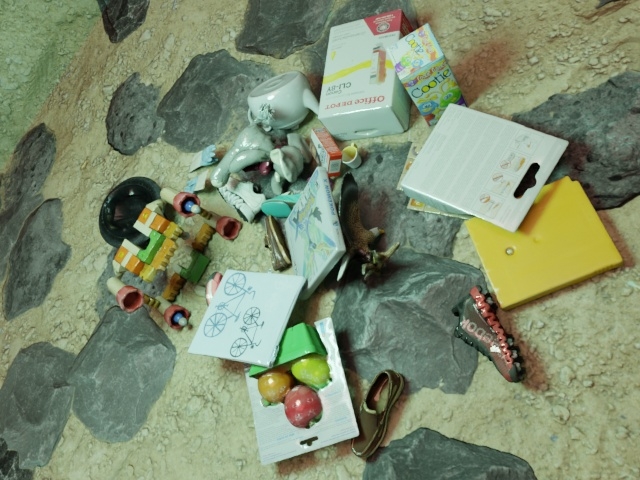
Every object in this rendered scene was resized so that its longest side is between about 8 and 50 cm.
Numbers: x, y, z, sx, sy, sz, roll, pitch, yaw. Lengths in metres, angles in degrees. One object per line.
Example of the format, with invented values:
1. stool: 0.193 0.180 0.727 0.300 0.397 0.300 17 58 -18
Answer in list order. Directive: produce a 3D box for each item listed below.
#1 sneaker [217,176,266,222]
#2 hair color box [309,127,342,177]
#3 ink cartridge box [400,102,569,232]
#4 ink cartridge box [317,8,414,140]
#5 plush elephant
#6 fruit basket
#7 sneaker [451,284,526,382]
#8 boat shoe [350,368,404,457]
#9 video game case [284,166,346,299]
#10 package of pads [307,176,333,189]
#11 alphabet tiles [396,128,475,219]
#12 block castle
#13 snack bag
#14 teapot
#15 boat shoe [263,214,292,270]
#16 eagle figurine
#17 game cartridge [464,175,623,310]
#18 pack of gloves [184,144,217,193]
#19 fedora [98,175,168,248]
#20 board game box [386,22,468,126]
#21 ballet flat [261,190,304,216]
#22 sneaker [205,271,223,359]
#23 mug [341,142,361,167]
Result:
1. sneaker: -0.303 -0.180 2.102 0.118 0.110 0.292 -39 54 -11
2. hair color box: 0.017 -0.303 1.945 0.053 0.093 0.167 -10 45 -18
3. ink cartridge box: 0.472 -0.208 1.657 0.385 0.091 0.308 29 83 33
4. ink cartridge box: 0.164 -0.560 1.944 0.279 0.160 0.385 -3 69 29
5. plush elephant: -0.171 -0.280 1.983 0.255 0.272 0.330 41 125 4
6. fruit basket: -0.065 0.443 1.676 0.327 0.165 0.353 -25 67 19
7. sneaker: 0.433 0.259 1.491 0.135 0.097 0.276 -31 56 15
8. boat shoe: 0.141 0.474 1.568 0.095 0.095 0.257 17 79 34
9. video game case: -0.027 -0.016 1.783 0.329 0.036 0.300 126 139 -51
10. package of pads: -0.002 -0.195 1.954 0.083 0.050 0.032 0 31 30
11. alphabet tiles: 0.413 -0.209 1.748 0.342 0.011 0.285 13 77 33
12. block castle: -0.505 0.063 1.986 0.213 0.303 0.453 26 84 41
13. snack bag: -0.225 0.232 1.781 0.342 0.037 0.323 1 55 32
14. teapot: -0.136 -0.492 2.084 0.252 0.187 0.256 -29 30 -5
15. boat shoe: -0.162 0.007 1.949 0.073 0.073 0.207 -29 58 14
16. eagle figurine: 0.103 -0.025 1.745 0.226 0.225 0.298 -43 68 17
17. game cartridge: 0.593 0.005 1.537 0.323 0.052 0.285 -24 60 17
18. pack of gloves: -0.463 -0.268 2.230 0.232 0.046 0.195 -10 64 56
19. fedora: -0.719 -0.094 2.260 0.334 0.152 0.334 -9 67 23
20. board game box: 0.335 -0.502 1.753 0.142 0.275 0.144 -26 59 18
21. ballet flat: -0.089 -0.131 1.972 0.247 0.083 0.087 1 46 30
22. sneaker: -0.307 0.246 1.932 0.136 0.116 0.314 -14 61 2
23. mug: 0.113 -0.282 1.917 0.078 0.064 0.062 -51 54 2
